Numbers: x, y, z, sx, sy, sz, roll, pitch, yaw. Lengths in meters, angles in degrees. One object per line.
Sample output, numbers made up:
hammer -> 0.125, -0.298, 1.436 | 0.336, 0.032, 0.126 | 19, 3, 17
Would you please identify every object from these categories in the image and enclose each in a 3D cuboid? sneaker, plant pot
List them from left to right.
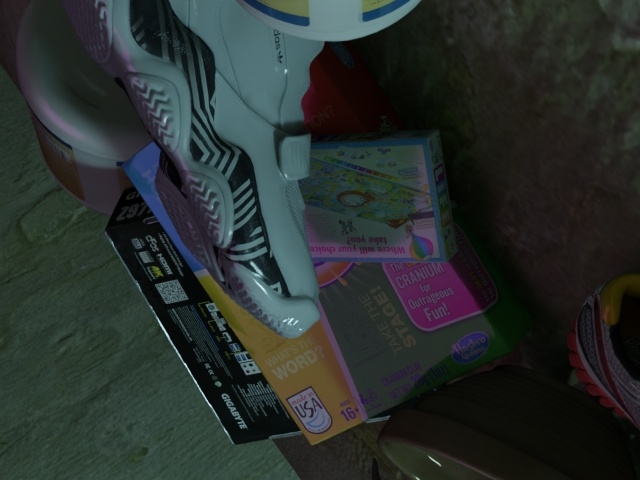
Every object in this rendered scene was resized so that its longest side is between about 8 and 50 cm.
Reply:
sneaker -> -0.033, -0.114, 0.862 | 0.137, 0.210, 0.366 | 28, 146, 61
plant pot -> 0.176, 0.180, 0.987 | 0.237, 0.110, 0.237 | 28, 163, 9
sneaker -> 0.242, 0.114, 0.745 | 0.225, 0.088, 0.093 | 49, 163, 24

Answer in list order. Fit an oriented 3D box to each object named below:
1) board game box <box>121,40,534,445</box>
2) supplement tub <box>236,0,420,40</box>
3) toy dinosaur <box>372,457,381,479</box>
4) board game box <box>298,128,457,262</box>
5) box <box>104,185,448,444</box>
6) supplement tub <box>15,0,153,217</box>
board game box -> 0.000, 0.000, 1.041 | 0.242, 0.064, 0.316 | -32, 94, 35
supplement tub -> 0.003, -0.222, 0.649 | 0.144, 0.144, 0.199 | 50, 164, 21
toy dinosaur -> 0.192, 0.394, 1.541 | 0.313, 0.121, 0.160 | 59, 154, 2
board game box -> 0.028, -0.034, 0.953 | 0.154, 0.026, 0.103 | 0, 111, 29
box -> -0.037, 0.063, 1.231 | 0.079, 0.257, 0.322 | -77, -33, -52
supplement tub -> -0.204, -0.153, 1.300 | 0.228, 0.228, 0.316 | 53, 165, 8
